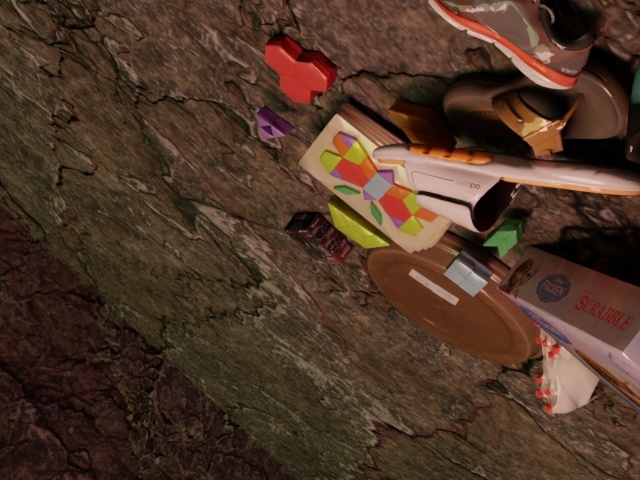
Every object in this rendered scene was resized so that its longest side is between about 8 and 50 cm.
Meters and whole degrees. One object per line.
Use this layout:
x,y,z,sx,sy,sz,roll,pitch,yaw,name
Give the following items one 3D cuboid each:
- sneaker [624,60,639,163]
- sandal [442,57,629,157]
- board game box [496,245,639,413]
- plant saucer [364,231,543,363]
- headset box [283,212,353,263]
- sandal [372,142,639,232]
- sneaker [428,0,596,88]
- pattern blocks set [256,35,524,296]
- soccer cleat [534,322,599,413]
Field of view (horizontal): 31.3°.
0.306,-0.055,0.686,0.108,0.121,0.302,8,-164,-32,sneaker
0.176,-0.106,0.977,0.090,0.060,0.219,46,158,-29,sandal
0.354,0.147,1.124,0.318,0.066,0.318,40,179,-12,board game box
0.167,0.072,1.441,0.277,0.041,0.278,31,160,13,plant saucer
0.000,0.000,1.550,0.083,0.032,0.062,46,158,-25,headset box
0.160,-0.042,1.041,0.265,0.076,0.102,11,-172,33,sandal
0.146,-0.185,0.878,0.158,0.061,0.065,36,132,5,sneaker
0.066,-0.066,1.242,0.324,0.026,0.285,31,152,11,pattern blocks set
0.296,0.129,1.345,0.068,0.076,0.196,-116,13,-45,soccer cleat
